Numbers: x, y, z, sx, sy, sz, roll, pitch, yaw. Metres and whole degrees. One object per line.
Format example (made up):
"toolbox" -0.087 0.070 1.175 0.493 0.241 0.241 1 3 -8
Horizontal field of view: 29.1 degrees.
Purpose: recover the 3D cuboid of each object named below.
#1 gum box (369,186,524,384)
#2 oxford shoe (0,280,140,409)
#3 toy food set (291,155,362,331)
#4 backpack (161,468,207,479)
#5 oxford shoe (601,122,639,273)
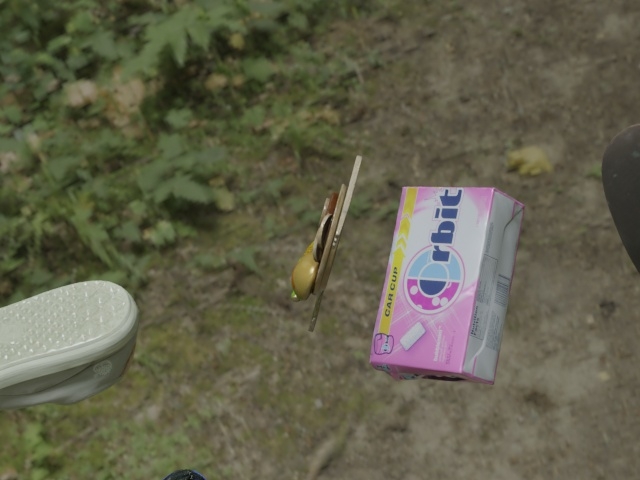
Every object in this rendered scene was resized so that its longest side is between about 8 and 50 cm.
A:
"gum box" 0.121 0.046 1.181 0.107 0.062 0.188 3 76 41
"oxford shoe" -0.445 0.169 1.611 0.449 0.130 0.169 -13 47 0
"toy food set" 0.000 0.000 1.316 0.038 0.192 0.132 16 54 0
"backpack" -0.143 0.288 1.200 0.120 0.101 0.098 -40 47 -12
"oxford shoe" 0.244 0.009 0.749 0.076 0.212 0.076 -35 14 27
